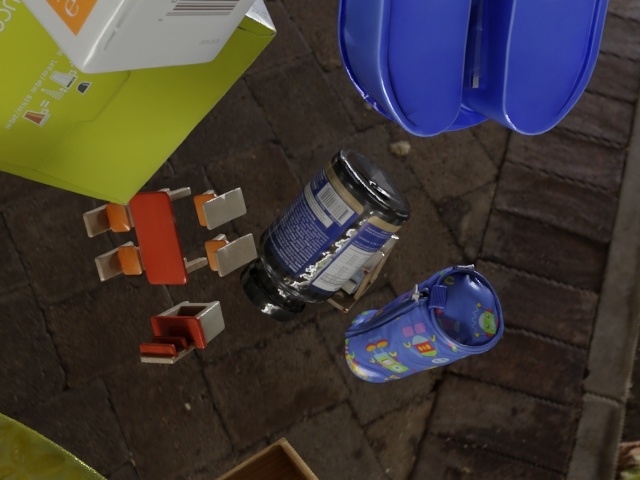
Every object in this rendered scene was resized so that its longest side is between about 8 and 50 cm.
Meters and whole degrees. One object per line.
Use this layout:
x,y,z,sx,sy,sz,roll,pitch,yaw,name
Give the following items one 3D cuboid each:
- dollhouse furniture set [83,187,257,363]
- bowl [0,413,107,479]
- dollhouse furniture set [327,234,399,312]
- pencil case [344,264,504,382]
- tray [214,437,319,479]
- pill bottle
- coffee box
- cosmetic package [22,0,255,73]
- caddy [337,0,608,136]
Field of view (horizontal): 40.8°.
-0.243,0.048,1.356,0.262,0.259,0.135,-3,16,32,dollhouse furniture set
-0.215,0.275,0.634,0.290,0.289,0.156,30,56,12,bowl
0.025,0.018,1.654,0.184,0.129,0.129,34,43,10,dollhouse furniture set
0.141,0.132,1.280,0.133,0.306,0.119,28,63,-14,pencil case
-0.182,0.494,1.367,0.411,0.076,0.203,-30,27,-15,tray
0.000,0.000,1.089,0.219,0.123,0.122,-46,68,22,pill bottle
-0.320,-0.299,1.055,0.338,0.338,0.334,17,40,-44,coffee box
-0.209,-0.371,0.658,0.453,0.230,0.161,49,33,11,cosmetic package
0.144,-0.259,0.849,0.241,0.341,0.179,-1,26,-10,caddy
